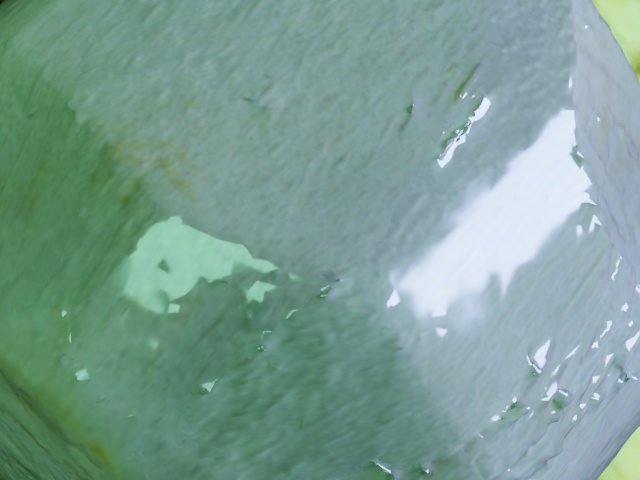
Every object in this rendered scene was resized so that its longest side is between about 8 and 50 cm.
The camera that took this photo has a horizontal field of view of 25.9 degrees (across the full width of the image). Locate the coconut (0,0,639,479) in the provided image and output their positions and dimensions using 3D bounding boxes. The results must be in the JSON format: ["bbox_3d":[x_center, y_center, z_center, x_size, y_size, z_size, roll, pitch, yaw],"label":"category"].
[{"bbox_3d":[0.000,0.000,0.465,0.245,0.245,0.247,39,63,13],"label":"coconut"}]
